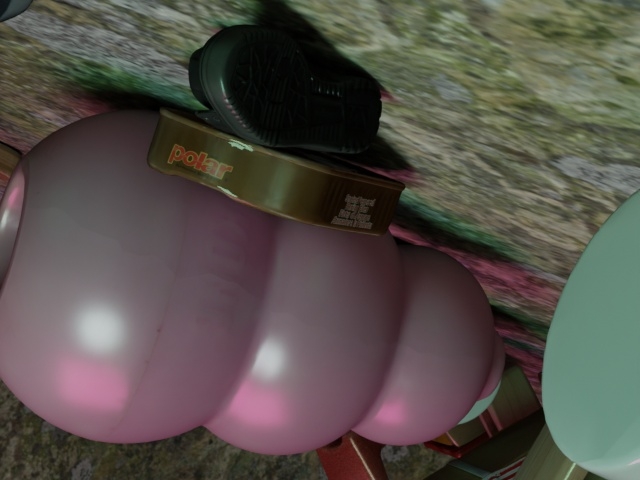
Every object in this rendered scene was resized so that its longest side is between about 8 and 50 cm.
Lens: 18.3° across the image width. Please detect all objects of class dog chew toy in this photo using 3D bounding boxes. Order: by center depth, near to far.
[{"bbox_3d":[-0.040,0.042,1.248,0.332,0.206,0.206,15,174,-17],"label":"dog chew toy"}]

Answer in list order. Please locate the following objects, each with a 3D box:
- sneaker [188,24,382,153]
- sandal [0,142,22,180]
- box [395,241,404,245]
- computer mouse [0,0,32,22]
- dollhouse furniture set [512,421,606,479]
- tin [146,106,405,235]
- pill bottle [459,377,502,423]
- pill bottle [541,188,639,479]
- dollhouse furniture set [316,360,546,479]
[{"bbox_3d":[-0.033,-0.071,0.943,0.089,0.051,0.170,14,180,30],"label":"sneaker"},{"bbox_3d":[-0.374,-0.078,1.652,0.240,0.079,0.088,21,172,-1],"label":"sandal"},{"bbox_3d":[0.000,0.000,1.423,0.162,0.029,0.116,24,172,-12],"label":"box"},{"bbox_3d":[-0.116,-0.146,0.652,0.188,0.072,0.272,26,158,-19],"label":"computer mouse"},{"bbox_3d":[0.287,0.237,1.193,0.256,0.362,0.394,21,-158,-14],"label":"dollhouse furniture set"},{"bbox_3d":[-0.024,-0.036,1.088,0.106,0.040,0.190,25,-173,23],"label":"tin"},{"bbox_3d":[0.062,0.097,1.586,0.118,0.117,0.208,23,172,-17],"label":"pill bottle"},{"bbox_3d":[0.257,0.088,0.841,0.319,0.176,0.176,24,171,-23],"label":"pill bottle"},{"bbox_3d":[0.121,0.211,1.662,0.152,0.201,0.374,62,167,-7],"label":"dollhouse furniture set"}]
